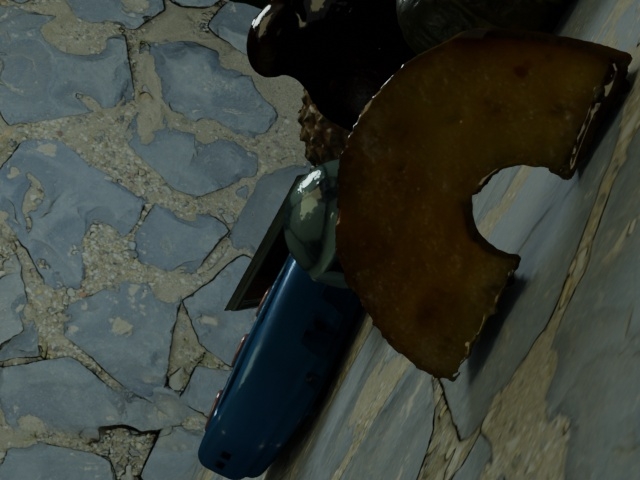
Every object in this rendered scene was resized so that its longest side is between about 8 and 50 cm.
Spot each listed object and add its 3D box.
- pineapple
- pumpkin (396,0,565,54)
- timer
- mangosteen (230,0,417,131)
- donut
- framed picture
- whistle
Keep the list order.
[{"bbox_3d":[0.039,-0.138,2.062,0.202,0.202,0.362,-71,2,-63],"label":"pineapple"},{"bbox_3d":[0.165,-0.293,1.389,0.260,0.189,0.260,-155,90,-87],"label":"pumpkin"},{"bbox_3d":[-0.044,0.140,1.765,0.309,0.115,0.340,118,177,-61],"label":"timer"},{"bbox_3d":[0.063,-0.266,1.663,0.297,0.313,0.297,34,130,52],"label":"mangosteen"},{"bbox_3d":[0.095,-0.050,0.974,0.259,0.152,0.101,-60,-3,8],"label":"donut"},{"bbox_3d":[0.000,0.000,1.930,0.216,0.016,0.273,-9,-38,-39],"label":"framed picture"},{"bbox_3d":[0.046,-0.038,1.531,0.290,0.163,0.163,-57,7,49],"label":"whistle"}]
